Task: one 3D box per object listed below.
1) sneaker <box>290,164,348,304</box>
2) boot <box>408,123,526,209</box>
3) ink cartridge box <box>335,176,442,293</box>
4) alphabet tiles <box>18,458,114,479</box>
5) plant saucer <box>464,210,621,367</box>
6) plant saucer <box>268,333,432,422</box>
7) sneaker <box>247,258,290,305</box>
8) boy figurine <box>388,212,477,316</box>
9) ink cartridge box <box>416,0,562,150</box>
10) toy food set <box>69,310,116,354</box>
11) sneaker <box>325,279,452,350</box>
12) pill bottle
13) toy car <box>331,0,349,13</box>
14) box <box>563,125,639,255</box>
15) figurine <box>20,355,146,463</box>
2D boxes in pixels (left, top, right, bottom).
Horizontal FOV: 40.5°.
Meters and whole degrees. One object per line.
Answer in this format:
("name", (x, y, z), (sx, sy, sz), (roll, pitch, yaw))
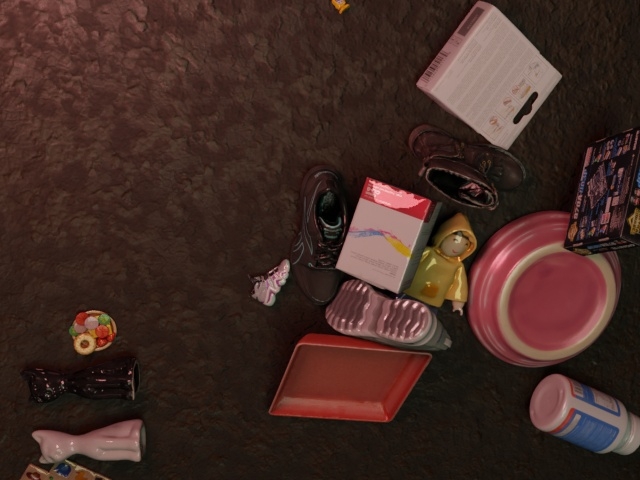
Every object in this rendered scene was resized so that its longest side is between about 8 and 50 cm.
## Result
("sneaker", (0.000, 0.000, 1.589), (0.101, 0.106, 0.268), (-4, 109, -12))
("boot", (0.272, -0.109, 1.539), (0.262, 0.229, 0.091), (17, 113, -14))
("ink cartridge box", (0.125, -0.010, 1.570), (0.127, 0.128, 0.176), (21, 97, 15))
("alphabet tiles", (-0.493, 0.533, 1.706), (0.237, 0.009, 0.198), (31, 99, -19))
("plant saucer", (0.456, 0.109, 1.730), (0.331, 0.084, 0.332), (-3, 108, -10))
("plant saucer", (0.050, 0.259, 1.658), (0.258, 0.048, 0.259), (6, 139, -14))
("sneaker", (-0.103, 0.071, 1.624), (0.069, 0.038, 0.098), (23, 101, -18))
("boy figurine", (0.215, 0.082, 1.668), (0.177, 0.092, 0.285), (31, 102, -13))
("ink cartridge box", (0.314, -0.297, 1.601), (0.232, 0.066, 0.189), (30, 99, -40))
("toy food set", (-0.419, 0.167, 1.598), (0.083, 0.020, 0.083), (-12, 109, -7))
("sneaker", (0.116, 0.154, 1.581), (0.115, 0.281, 0.105), (38, 78, -36))
("pill bottle", (0.560, 0.372, 1.813), (0.221, 0.124, 0.124), (25, 101, -17))
("toy car", (0.063, -0.453, 1.487), (0.122, 0.060, 0.040), (-44, 79, -3))
("box", (0.538, -0.089, 1.596), (0.051, 0.175, 0.220), (20, 77, -15))
("figurine", (-0.441, 0.326, 1.618), (0.209, 0.092, 0.215), (-3, 109, -3))
